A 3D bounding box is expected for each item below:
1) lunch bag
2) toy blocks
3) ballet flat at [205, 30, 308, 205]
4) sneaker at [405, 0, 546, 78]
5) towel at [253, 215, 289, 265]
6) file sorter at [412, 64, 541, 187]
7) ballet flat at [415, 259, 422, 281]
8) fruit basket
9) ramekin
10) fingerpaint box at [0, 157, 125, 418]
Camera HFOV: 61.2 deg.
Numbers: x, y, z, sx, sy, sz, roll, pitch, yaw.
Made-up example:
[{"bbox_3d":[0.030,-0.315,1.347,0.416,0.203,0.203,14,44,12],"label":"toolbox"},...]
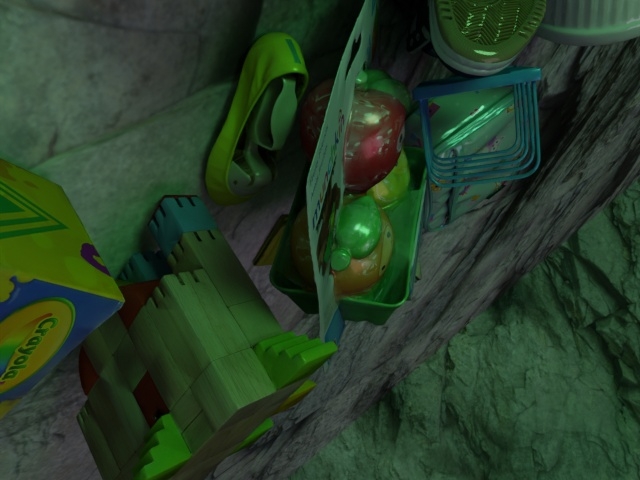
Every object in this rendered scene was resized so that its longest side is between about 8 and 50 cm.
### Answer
[{"bbox_3d":[0.228,-0.136,0.892,0.224,0.108,0.279,-37,153,-7],"label":"lunch bag"},{"bbox_3d":[-0.184,0.129,0.613,0.190,0.261,0.381,-9,147,-49],"label":"toy blocks"},{"bbox_3d":[-0.069,-0.106,0.583,0.077,0.077,0.231,-9,140,-37],"label":"ballet flat"},{"bbox_3d":[0.145,-0.215,0.555,0.153,0.099,0.282,111,-3,-52],"label":"sneaker"},{"bbox_3d":[0.000,0.000,0.895,0.237,0.021,0.102,-4,135,-50],"label":"towel"},{"bbox_3d":[0.172,-0.130,0.600,0.118,0.105,0.170,-7,-164,15],"label":"file sorter"},{"bbox_3d":[0.156,0.029,1.087,0.086,0.086,0.248,-47,152,12],"label":"ballet flat"},{"bbox_3d":[0.047,-0.067,0.582,0.353,0.165,0.327,94,10,-56],"label":"fruit basket"},{"bbox_3d":[0.327,-0.338,0.624,0.207,0.207,0.109,-40,144,-2],"label":"ramekin"},{"bbox_3d":[-0.424,0.094,0.327,0.445,0.163,0.371,-44,152,6],"label":"fingerpaint box"}]
